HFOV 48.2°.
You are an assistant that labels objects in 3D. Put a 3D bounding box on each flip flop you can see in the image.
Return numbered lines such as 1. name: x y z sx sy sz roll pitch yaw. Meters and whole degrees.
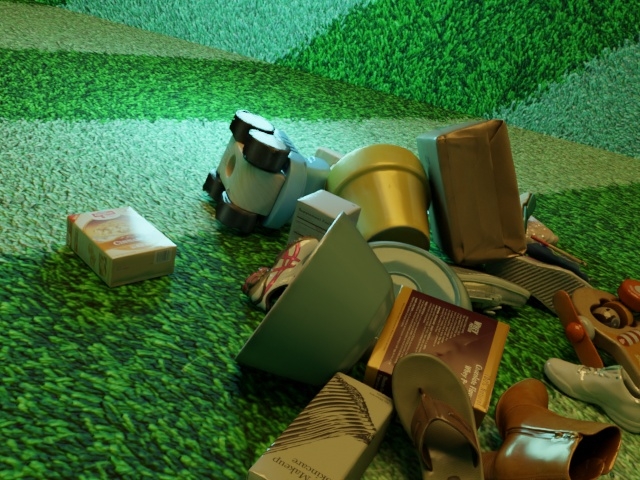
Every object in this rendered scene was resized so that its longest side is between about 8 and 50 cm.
1. flip flop: 0.173 0.287 1.012 0.112 0.080 0.277 -10 62 2

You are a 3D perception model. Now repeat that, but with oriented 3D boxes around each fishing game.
1. fishing game: 0.566 0.046 1.719 0.189 0.041 0.264 31 -6 18

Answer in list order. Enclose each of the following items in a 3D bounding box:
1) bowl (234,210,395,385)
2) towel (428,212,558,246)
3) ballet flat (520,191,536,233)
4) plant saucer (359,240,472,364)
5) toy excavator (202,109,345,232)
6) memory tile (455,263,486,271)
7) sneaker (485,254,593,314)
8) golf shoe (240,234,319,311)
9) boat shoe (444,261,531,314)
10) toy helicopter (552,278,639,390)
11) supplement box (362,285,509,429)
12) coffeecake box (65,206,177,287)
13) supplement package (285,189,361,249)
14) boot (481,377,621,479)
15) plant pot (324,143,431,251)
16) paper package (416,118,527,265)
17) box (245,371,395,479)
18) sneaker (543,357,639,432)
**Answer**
1. bowl: 0.011 0.120 1.207 0.163 0.311 0.311 35 27 -1
2. towel: 0.467 -0.075 2.064 0.332 0.053 0.317 2 28 -22
3. ballet flat: 0.535 -0.070 1.956 0.086 0.086 0.248 22 25 16
4. plant saucer: 0.147 0.111 1.403 0.318 0.043 0.317 4 47 -5
5. toy excavator: -0.060 -0.159 1.839 0.445 0.222 0.433 17 22 -27
6. memory tile: 0.390 0.098 1.719 0.113 0.012 0.148 9 27 -11
7. sneaker: 0.536 0.090 1.717 0.282 0.102 0.161 29 14 11
8. golf shoe: -0.065 0.067 1.426 0.186 0.067 0.086 -41 69 -16
9. boat shoe: 0.310 0.110 1.577 0.321 0.103 0.118 11 6 -19
10. toy helicopter: 0.610 0.218 1.462 0.235 0.140 0.355 11 34 -15
11. supplement box: 0.187 0.212 1.192 0.194 0.129 0.191 20 45 11
12. coffeecake box: -0.400 0.008 1.429 0.142 0.068 0.185 -14 37 -43
13. supplement package: 0.000 0.000 1.522 0.105 0.179 0.105 26 28 23
14. boot: 0.358 0.293 1.085 0.211 0.104 0.295 -22 7 44
15. plant pot: 0.150 -0.056 1.667 0.254 0.254 0.239 6 42 -17
16. paper package: 0.349 -0.122 1.696 0.168 0.309 0.325 -10 7 2
17. box: 0.003 0.304 1.009 0.113 0.094 0.275 24 27 17
18. sneaker: 0.533 0.267 1.358 0.212 0.094 0.080 30 31 30
